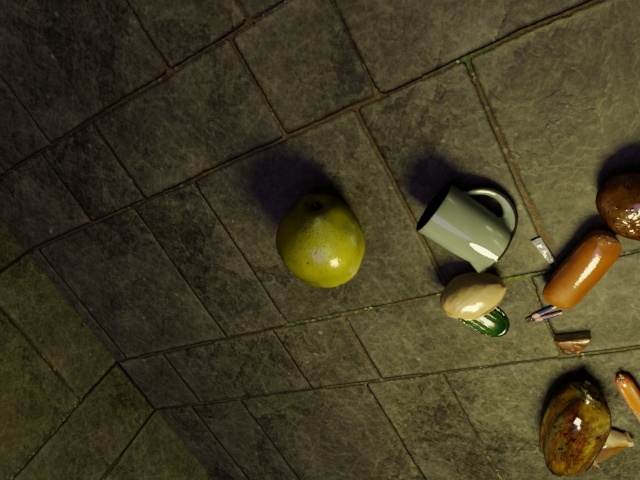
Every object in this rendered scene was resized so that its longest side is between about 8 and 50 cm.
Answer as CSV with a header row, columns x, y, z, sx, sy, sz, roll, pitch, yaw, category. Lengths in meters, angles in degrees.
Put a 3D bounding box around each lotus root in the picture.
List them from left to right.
x,y,z,sx,sy,sz,roll,pitch,yaw,category
0.809,0.604,1.802,0.179,0.195,0.397,-6,126,-14,lotus root

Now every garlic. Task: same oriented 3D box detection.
x,y,z,sx,sy,sz,roll,pitch,yaw,category
0.946,0.708,1.891,0.129,0.090,0.198,18,124,-3,garlic

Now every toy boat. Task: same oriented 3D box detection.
x,y,z,sx,sy,sz,roll,pitch,yaw,category
0.508,0.238,1.782,0.210,0.052,0.104,32,109,-1,toy boat

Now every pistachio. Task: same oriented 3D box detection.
x,y,z,sx,sy,sz,roll,pitch,yaw,category
0.457,0.162,1.694,0.201,0.117,0.145,-29,66,16,pistachio

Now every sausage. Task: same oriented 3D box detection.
x,y,z,sx,sy,sz,roll,pitch,yaw,category
0.720,0.084,1.549,0.105,0.105,0.274,26,129,6,sausage
1.016,0.542,1.762,0.053,0.053,0.347,-26,109,35,sausage

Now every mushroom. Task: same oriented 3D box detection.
x,y,z,sx,sy,sz,roll,pitch,yaw,category
0.802,-0.071,1.379,0.232,0.138,0.194,12,127,17,mushroom

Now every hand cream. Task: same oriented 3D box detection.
x,y,z,sx,sy,sz,roll,pitch,yaw,category
0.641,0.030,1.604,0.030,0.019,0.093,-31,99,39,hand cream

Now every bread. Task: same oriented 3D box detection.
x,y,z,sx,sy,sz,roll,pitch,yaw,category
0.778,0.317,1.720,0.109,0.043,0.062,-10,116,29,bread

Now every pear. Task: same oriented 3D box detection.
x,y,z,sx,sy,sz,roll,pitch,yaw,category
0.000,0.000,1.711,0.295,0.294,0.294,12,126,17,pear

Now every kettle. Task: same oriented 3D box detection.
x,y,z,sx,sy,sz,roll,pitch,yaw,category
0.427,-0.053,1.565,0.236,0.161,0.221,34,99,-1,kettle

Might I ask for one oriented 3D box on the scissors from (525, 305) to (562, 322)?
x,y,z,sx,sy,sz,roll,pitch,yaw,category
0.683,0.230,1.722,0.113,0.012,0.039,-32,105,37,scissors
